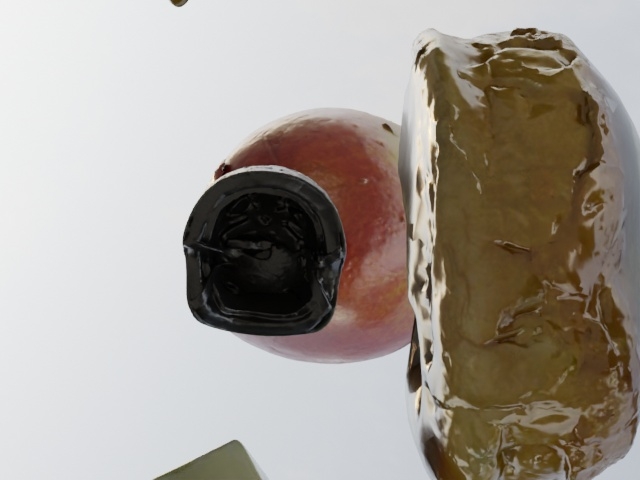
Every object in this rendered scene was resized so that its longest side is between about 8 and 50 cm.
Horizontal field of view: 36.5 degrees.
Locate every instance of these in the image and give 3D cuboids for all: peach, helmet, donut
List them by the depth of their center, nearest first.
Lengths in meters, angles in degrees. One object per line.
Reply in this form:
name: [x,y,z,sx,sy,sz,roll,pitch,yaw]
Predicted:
donut: [0.132,0.023,0.649,0.159,0.330,0.330,0,-116,10]
helmet: [-0.053,0.002,0.945,0.107,0.153,0.177,-90,-174,-69]
peach: [0.000,0.000,1.270,0.370,0.370,0.370,-17,-123,29]

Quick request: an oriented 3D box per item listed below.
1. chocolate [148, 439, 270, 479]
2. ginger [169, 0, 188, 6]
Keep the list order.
chocolate: [-0.134,0.349,0.896,0.288,0.137,0.301,-24,-153,-13]
ginger: [-0.138,-0.313,0.877,0.115,0.122,0.193,35,-68,2]
